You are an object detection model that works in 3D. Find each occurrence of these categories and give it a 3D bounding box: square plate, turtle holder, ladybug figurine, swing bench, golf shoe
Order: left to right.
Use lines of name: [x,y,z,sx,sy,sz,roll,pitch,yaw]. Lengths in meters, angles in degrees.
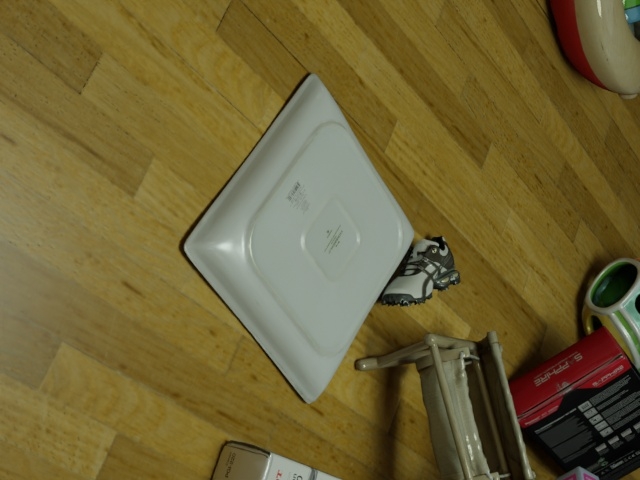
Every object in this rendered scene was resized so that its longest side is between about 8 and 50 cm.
square plate: [0.000,0.000,1.362,0.347,0.049,0.344,-57,131,-29]
golf shoe: [0.150,0.048,1.519,0.198,0.077,0.094,-24,106,-55]
swing bench: [0.216,0.282,1.478,0.254,0.165,0.253,4,67,-47]
ladybug figurine: [0.547,-0.490,1.848,0.305,0.162,0.449,-26,111,-44]
turtle holder: [0.638,0.176,1.975,0.227,0.320,0.243,42,20,-26]

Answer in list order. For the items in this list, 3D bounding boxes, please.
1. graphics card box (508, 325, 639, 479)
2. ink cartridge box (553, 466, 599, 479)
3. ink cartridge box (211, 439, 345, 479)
graphics card box: [0.532,0.338,1.844,0.371,0.233,0.094,44,16,-38]
ink cartridge box: [0.421,0.572,1.673,0.065,0.186,0.311,30,39,-23]
ink cartridge box: [-0.054,0.378,1.297,0.218,0.092,0.159,32,69,-42]
